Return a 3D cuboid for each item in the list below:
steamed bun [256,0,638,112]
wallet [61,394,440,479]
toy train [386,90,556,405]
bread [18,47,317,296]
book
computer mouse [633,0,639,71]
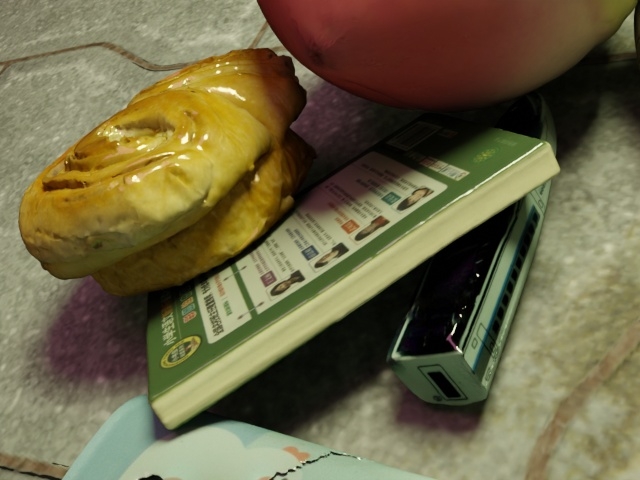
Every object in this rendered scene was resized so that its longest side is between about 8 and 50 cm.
[{"bbox_3d":[0.068,-0.207,0.510,0.309,0.309,0.309,-17,42,16],"label":"steamed bun"},{"bbox_3d":[-0.041,0.174,0.374,0.250,0.075,0.176,5,46,36],"label":"wallet"},{"bbox_3d":[0.116,-0.010,0.486,0.055,0.048,0.252,-20,31,46],"label":"toy train"},{"bbox_3d":[-0.113,-0.053,0.580,0.198,0.120,0.236,-13,27,35],"label":"bread"},{"bbox_3d":[0.000,0.000,0.511,0.264,0.027,0.202,-33,20,-3],"label":"book"},{"bbox_3d":[0.274,-0.114,0.466,0.145,0.082,0.237,-12,44,20],"label":"computer mouse"}]
